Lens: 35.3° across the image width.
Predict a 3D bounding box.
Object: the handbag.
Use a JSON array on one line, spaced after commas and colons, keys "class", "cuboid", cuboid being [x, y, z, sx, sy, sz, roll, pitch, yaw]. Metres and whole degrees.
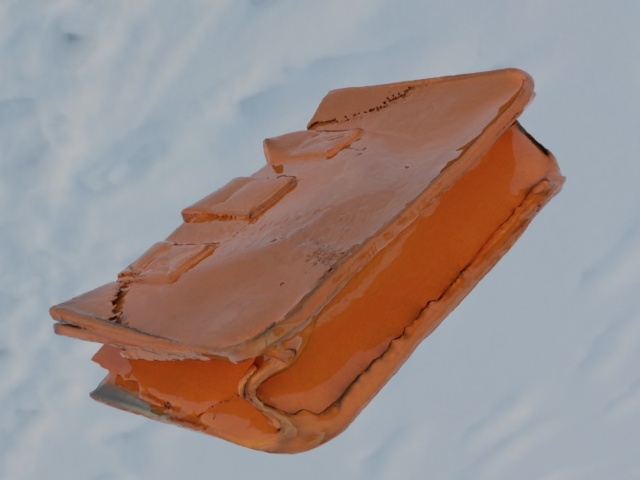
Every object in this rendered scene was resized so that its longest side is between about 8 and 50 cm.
[{"class": "handbag", "cuboid": [0.000, 0.000, 0.878, 0.303, 0.410, 0.116, 3, 126, 46]}]
